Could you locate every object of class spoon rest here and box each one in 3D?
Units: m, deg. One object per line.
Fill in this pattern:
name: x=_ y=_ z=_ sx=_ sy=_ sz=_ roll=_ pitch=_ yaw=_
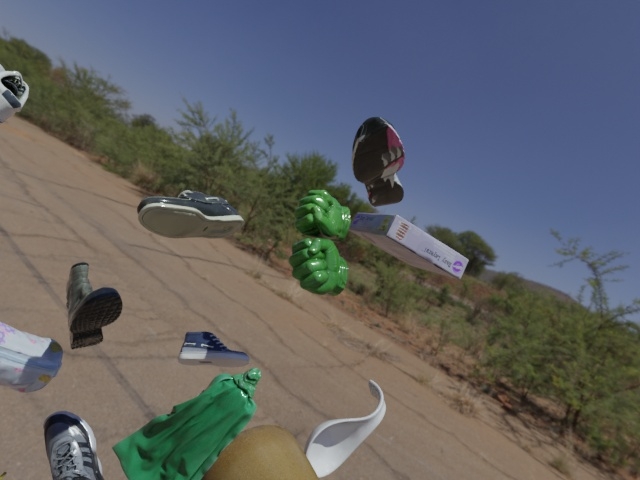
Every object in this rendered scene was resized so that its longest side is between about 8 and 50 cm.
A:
spoon rest: x=0.068 y=0.460 z=0.980 sx=0.277 sy=0.137 sz=0.084 roll=-33 pitch=27 yaw=-33

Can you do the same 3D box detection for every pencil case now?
pencil case: x=-0.608 y=0.194 z=0.721 sx=0.124 sy=0.113 sz=0.273 roll=-9 pitch=-32 yaw=9

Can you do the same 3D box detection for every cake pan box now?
cake pan box: x=0.240 y=0.013 z=1.118 sx=0.267 sy=0.070 sz=0.246 roll=29 pitch=-2 yaw=-17

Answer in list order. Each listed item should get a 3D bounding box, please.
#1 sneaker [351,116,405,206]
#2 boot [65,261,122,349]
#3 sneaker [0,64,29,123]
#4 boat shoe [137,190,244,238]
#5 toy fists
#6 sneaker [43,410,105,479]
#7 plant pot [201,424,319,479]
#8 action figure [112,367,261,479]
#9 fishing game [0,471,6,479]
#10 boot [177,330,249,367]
sneaker: x=0.075 y=-0.118 z=0.572 sx=0.072 sy=0.077 sz=0.178 roll=-15 pitch=-25 yaw=3
boot: x=-0.489 y=0.112 z=0.827 sx=0.084 sy=0.246 sz=0.161 roll=-4 pitch=62 yaw=-43
sneaker: x=-0.673 y=-0.323 z=0.851 sx=0.258 sy=0.091 sz=0.094 roll=54 pitch=-15 yaw=37
boat shoe: x=-0.243 y=-0.053 z=0.745 sx=0.079 sy=0.084 sz=0.233 roll=60 pitch=23 yaw=16
toy fists: x=0.000 y=0.000 z=1.005 sx=0.143 sy=0.278 sz=0.096 roll=20 pitch=-27 yaw=-30
sneaker: x=-0.579 y=0.526 z=0.921 sx=0.268 sy=0.102 sz=0.153 roll=62 pitch=-19 yaw=9
plant pot: x=-0.072 y=0.514 z=0.729 sx=0.237 sy=0.236 sz=0.255 roll=23 pitch=-6 yaw=-36
action figure: x=-0.172 y=0.272 z=0.581 sx=0.137 sy=0.232 sz=0.063 roll=46 pitch=-1 yaw=11
fishing game: x=-0.632 y=0.623 z=0.899 sx=0.264 sy=0.041 sz=0.189 roll=40 pitch=3 yaw=-4
boot: x=-0.283 y=0.290 z=1.082 sx=0.190 sy=0.085 sz=0.069 roll=3 pitch=-38 yaw=-1
